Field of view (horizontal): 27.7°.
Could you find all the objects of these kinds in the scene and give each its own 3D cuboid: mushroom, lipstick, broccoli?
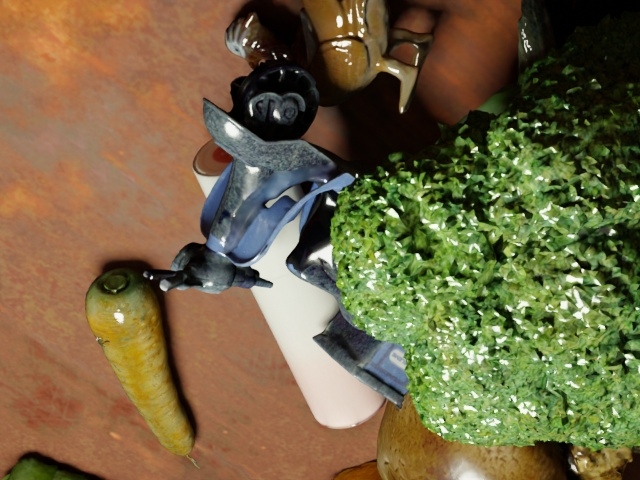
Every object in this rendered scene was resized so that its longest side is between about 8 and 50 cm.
[{"bbox_3d":[0.184,0.250,1.312,0.297,0.163,0.278,43,148,-25],"label":"mushroom"},{"bbox_3d":[-0.024,0.042,1.276,0.087,0.087,0.327,-13,124,17],"label":"lipstick"},{"bbox_3d":[0.199,0.004,1.014,0.413,0.310,0.321,11,158,-37],"label":"broccoli"}]

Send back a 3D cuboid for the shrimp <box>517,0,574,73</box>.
[{"bbox_3d":[0.272,-0.197,1.047,0.272,0.085,0.445,-8,125,26],"label":"shrimp"}]

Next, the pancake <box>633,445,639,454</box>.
[{"bbox_3d":[0.381,0.074,1.258,0.356,0.065,0.356,3,127,4],"label":"pancake"}]

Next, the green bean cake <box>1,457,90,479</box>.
[{"bbox_3d":[-0.305,0.374,1.553,0.214,0.113,0.200,22,127,-7],"label":"green bean cake"}]

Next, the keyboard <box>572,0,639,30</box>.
[{"bbox_3d":[0.235,-0.170,1.126,0.063,0.010,0.198,20,127,-8],"label":"keyboard"}]

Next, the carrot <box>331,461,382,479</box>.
[{"bbox_3d":[0.103,0.392,1.502,0.138,0.139,0.302,-25,112,25],"label":"carrot"}]

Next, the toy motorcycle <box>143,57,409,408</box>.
[{"bbox_3d":[0.000,0.000,1.141,0.358,0.125,0.212,36,90,-40],"label":"toy motorcycle"}]

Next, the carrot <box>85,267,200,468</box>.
[{"bbox_3d":[-0.182,0.153,1.400,0.078,0.078,0.298,-5,130,12],"label":"carrot"}]

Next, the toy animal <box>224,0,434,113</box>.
[{"bbox_3d":[0.007,-0.187,1.103,0.179,0.089,0.188,19,140,6],"label":"toy animal"}]
